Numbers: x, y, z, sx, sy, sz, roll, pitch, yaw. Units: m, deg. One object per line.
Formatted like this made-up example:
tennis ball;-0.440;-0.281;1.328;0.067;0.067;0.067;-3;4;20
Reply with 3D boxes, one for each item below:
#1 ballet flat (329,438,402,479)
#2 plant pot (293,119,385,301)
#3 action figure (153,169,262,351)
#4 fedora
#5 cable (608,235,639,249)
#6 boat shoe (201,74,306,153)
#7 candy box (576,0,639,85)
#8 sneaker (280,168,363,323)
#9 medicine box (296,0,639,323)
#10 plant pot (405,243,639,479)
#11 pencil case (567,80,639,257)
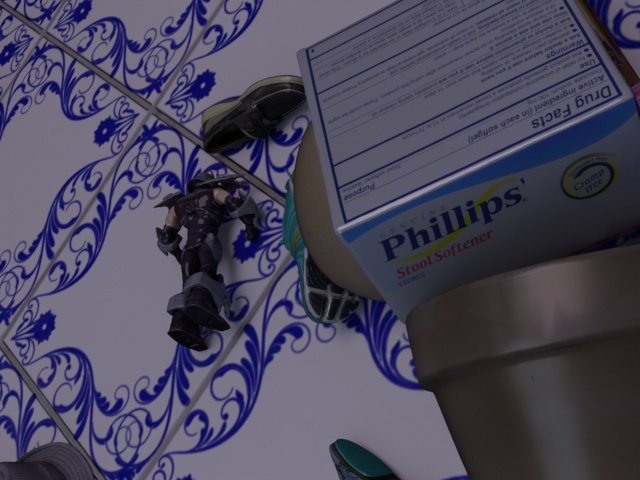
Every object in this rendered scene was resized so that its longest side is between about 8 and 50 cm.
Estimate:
ballet flat;0.069;0.298;1.202;0.188;0.070;0.070;26;86;48
plant pot;0.086;-0.095;1.235;0.284;0.191;0.284;-8;58;13
action figure;-0.177;0.012;1.540;0.185;0.099;0.285;-27;49;36
fedora;-0.478;0.425;1.553;0.275;0.124;0.244;-55;46;4
cable;0.349;0.122;1.036;0.257;0.089;0.257;25;85;45
boat shoe;-0.101;-0.189;1.592;0.224;0.080;0.073;-17;63;40
candy box;0.270;-0.285;1.247;0.087;0.183;0.316;-36;49;20
sneaker;0.000;0.000;1.409;0.110;0.107;0.275;-43;39;41
medicine box;0.139;-0.110;0.967;0.264;0.149;0.289;-25;43;13
plant pot;0.251;0.172;0.842;0.323;0.323;0.280;-19;72;32
pencil case;0.347;-0.104;1.063;0.386;0.167;0.160;-27;90;16
